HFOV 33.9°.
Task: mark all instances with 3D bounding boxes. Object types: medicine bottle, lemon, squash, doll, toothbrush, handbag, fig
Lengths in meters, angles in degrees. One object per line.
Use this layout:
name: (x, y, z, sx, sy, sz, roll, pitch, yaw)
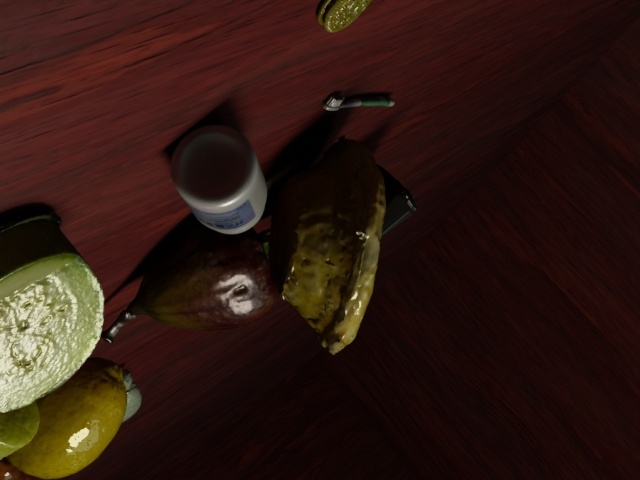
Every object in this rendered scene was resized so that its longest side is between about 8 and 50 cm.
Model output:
medicine bottle: (-0.120, -0.069, 1.296, 0.103, 0.102, 0.186, -39, 170, -6)
lemon: (-0.385, 0.261, 1.583, 0.207, 0.170, 0.170, -48, 170, -2)
squash: (-0.334, 0.077, 1.105, 0.220, 0.133, 0.220, -37, 163, -13)
doll: (-0.393, 0.312, 2.014, 0.103, 0.071, 0.214, -37, 166, -27)
toothbrush: (0.063, -0.211, 1.599, 0.024, 0.018, 0.257, -51, 166, 21)
handbag: (0.035, -0.034, 1.844, 0.247, 0.080, 0.223, -41, -157, 1)
fig: (-0.199, 0.076, 1.537, 0.274, 0.170, 0.145, -25, -146, 3)

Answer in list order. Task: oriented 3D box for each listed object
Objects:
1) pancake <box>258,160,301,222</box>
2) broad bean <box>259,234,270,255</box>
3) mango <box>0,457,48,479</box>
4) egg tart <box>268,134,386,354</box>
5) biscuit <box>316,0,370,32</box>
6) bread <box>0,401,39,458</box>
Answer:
pancake: (-0.072, -0.078, 1.651, 0.116, 0.022, 0.129, -43, 168, -3)
broad bean: (-0.166, 0.057, 1.852, 0.227, 0.039, 0.069, -38, 163, -9)
mango: (-0.495, 0.365, 1.755, 0.133, 0.111, 0.267, -57, 167, 3)
egg tart: (0.000, -0.001, 1.587, 0.132, 0.341, 0.341, 5, 154, -14)
biscuit: (0.032, -0.274, 1.199, 0.084, 0.023, 0.084, -40, 169, -9)
bread: (-0.459, 0.252, 1.451, 0.114, 0.111, 0.129, -37, 168, 26)
